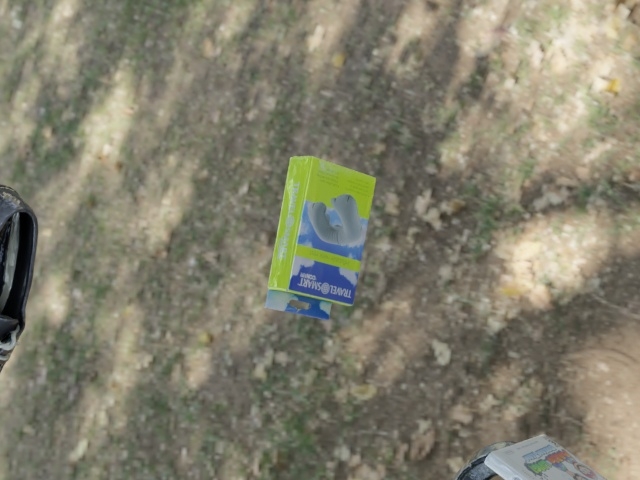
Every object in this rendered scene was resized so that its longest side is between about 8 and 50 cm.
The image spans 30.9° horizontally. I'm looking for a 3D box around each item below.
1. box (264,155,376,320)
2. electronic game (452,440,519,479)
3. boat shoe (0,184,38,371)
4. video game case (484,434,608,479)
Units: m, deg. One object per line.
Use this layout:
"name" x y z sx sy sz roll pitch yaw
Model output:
"box" 0.000 0.000 1.349 0.042 0.109 0.178 3 81 48
"electronic game" 0.245 0.387 1.572 0.229 0.048 0.229 -29 51 44
"boat shoe" -0.256 0.060 0.859 0.065 0.075 0.206 18 97 40
"video game case" 0.266 0.264 1.241 0.143 0.157 0.019 35 106 27
